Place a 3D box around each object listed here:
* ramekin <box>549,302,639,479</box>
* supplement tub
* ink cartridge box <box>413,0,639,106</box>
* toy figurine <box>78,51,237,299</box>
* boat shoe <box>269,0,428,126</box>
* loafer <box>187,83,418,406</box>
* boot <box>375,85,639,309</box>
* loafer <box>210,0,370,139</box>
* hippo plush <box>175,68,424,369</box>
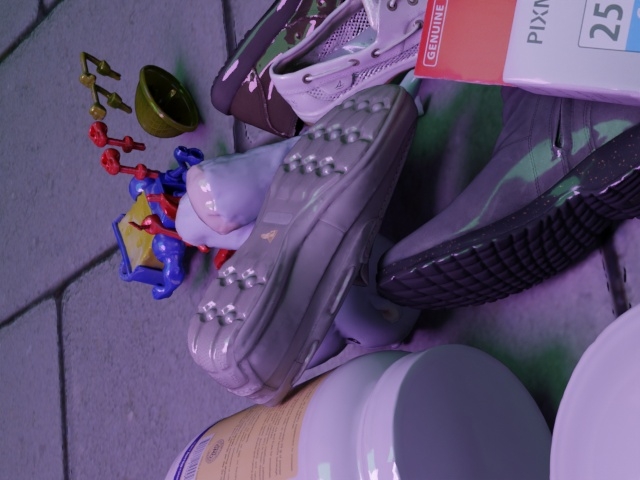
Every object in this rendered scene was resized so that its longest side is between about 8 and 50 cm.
[{"bbox_3d":[0.308,0.173,0.830,0.273,0.127,0.273,-15,71,48],"label":"ramekin"},{"bbox_3d":[0.030,0.241,1.063,0.331,0.241,0.241,-30,60,43],"label":"supplement tub"},{"bbox_3d":[0.195,-0.269,0.944,0.261,0.066,0.296,12,94,36],"label":"ink cartridge box"},{"bbox_3d":[-0.241,-0.048,1.506,0.217,0.191,0.363,-57,43,33],"label":"toy figurine"},{"bbox_3d":[0.068,-0.228,1.171,0.277,0.096,0.098,-39,47,9],"label":"boat shoe"},{"bbox_3d":[0.000,0.000,1.046,0.112,0.111,0.319,15,67,50],"label":"loafer"},{"bbox_3d":[0.182,-0.090,1.041,0.338,0.118,0.223,-28,57,21],"label":"boot"},{"bbox_3d":[0.026,-0.261,1.291,0.130,0.134,0.366,40,116,1],"label":"loafer"},{"bbox_3d":[0.014,0.011,1.207,0.294,0.234,0.237,-22,80,1],"label":"hippo plush"}]
